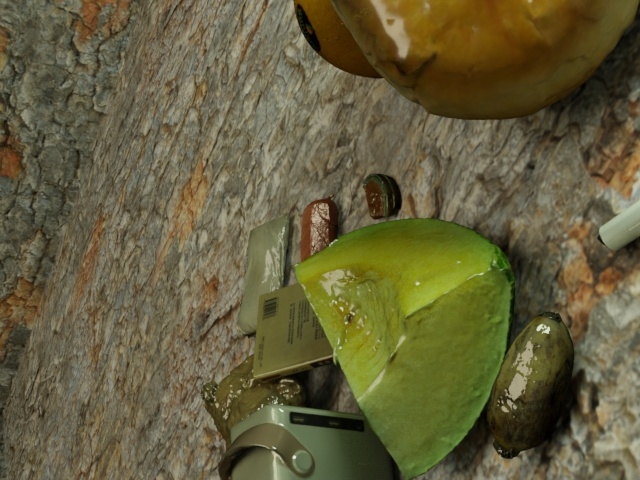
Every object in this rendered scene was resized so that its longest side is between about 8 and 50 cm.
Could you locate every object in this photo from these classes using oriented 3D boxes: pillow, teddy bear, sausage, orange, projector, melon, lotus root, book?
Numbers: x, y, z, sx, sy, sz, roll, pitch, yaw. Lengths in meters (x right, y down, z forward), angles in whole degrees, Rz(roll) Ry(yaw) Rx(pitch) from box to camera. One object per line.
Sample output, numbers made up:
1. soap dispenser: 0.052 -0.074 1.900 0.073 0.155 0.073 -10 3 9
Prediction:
1. pillow: -0.110 0.070 1.786 0.148 0.050 0.230 -16 67 51
2. teddy bear: -0.098 0.298 1.572 0.256 0.156 0.267 16 92 60
3. sausage: -0.001 0.000 1.597 0.065 0.065 0.169 -26 60 56
4. orange: 0.089 -0.371 1.365 0.274 0.274 0.274 -30 54 54
5. projector: -0.022 0.342 1.323 0.163 0.242 0.177 -40 45 46
6. melon: 0.092 0.099 1.250 0.343 0.226 0.331 -112 31 -64
7. lotus root: 0.245 0.169 1.067 0.080 0.089 0.179 23 100 24
8. book: -0.009 0.129 1.484 0.230 0.026 0.161 -20 51 31

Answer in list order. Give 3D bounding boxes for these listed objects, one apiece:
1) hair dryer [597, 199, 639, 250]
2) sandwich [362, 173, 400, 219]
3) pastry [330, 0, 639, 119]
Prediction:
1. hair dryer: 0.366 -0.040 0.944 0.236 0.073 0.131 -42 46 51
2. sandwich: 0.096 -0.071 1.483 0.069 0.026 0.101 -53 38 37
3. pastry: 0.186 -0.340 1.096 0.409 0.245 0.410 2 96 19
